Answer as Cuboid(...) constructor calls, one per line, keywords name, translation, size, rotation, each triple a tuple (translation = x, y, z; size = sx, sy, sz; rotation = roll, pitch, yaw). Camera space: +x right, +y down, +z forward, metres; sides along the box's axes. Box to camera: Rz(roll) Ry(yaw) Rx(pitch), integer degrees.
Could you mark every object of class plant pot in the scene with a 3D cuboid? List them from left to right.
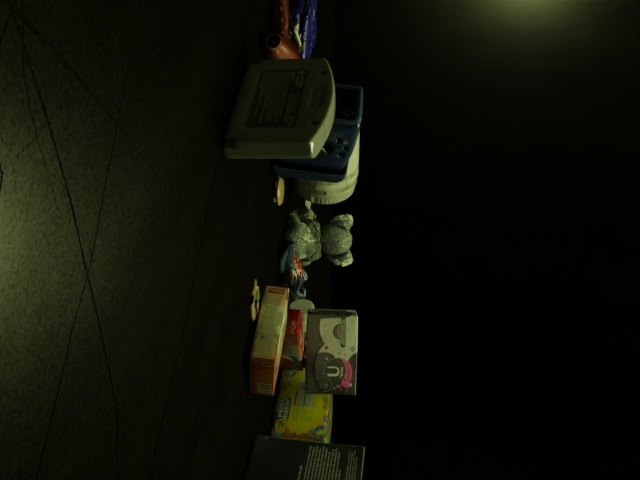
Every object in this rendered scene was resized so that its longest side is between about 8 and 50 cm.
Cuboid(name="plant pot", translation=(-0.014, -0.293, 1.849), size=(0.236, 0.236, 0.212), rotation=(-81, 178, -54))

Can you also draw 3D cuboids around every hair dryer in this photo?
Cuboid(name="hair dryer", translation=(-0.104, -0.518, 1.676), size=(0.293, 0.080, 0.223), rotation=(-89, 163, -53))

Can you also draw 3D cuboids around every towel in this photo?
Cuboid(name="towel", translation=(-0.052, -0.619, 2.025), size=(0.308, 0.076, 0.227), rotation=(-80, 171, -54))

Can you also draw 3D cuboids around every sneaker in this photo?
Cuboid(name="sneaker", translation=(-0.082, 0.094, 2.102), size=(0.083, 0.087, 0.221), rotation=(-81, 173, -54))

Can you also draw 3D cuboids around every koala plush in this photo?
Cuboid(name="koala plush", translation=(0.000, 0.000, 2.201), size=(0.203, 0.222, 0.196), rotation=(-37, 130, -83))

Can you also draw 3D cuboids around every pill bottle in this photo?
Cuboid(name="pill bottle", translation=(-0.063, 0.298, 2.312), size=(0.112, 0.112, 0.186), rotation=(-79, 170, -56))

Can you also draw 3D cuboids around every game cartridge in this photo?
Cuboid(name="game cartridge", translation=(-0.070, -0.266, 1.352), size=(0.062, 0.198, 0.297), rotation=(89, 7, -46))

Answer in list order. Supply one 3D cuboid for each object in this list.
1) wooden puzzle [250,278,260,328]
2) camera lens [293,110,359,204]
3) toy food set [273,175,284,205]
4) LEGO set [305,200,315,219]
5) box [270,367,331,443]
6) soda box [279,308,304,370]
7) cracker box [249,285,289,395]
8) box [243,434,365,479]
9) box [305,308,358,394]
Cuboid(name="wooden puzzle", translation=(-0.159, 0.158, 1.675), size=(0.078, 0.014, 0.116), rotation=(-81, 173, -45))
Cuboid(name="camera lens", translation=(0.016, -0.284, 2.194), size=(0.219, 0.220, 0.274), rotation=(-81, 172, -49))
Cuboid(name="toy food set", translation=(-0.118, -0.140, 1.910), size=(0.082, 0.020, 0.083), rotation=(22, 72, -85))
Cuboid(name="LEGO set", translation=(-0.035, -0.076, 2.721), size=(0.244, 0.060, 0.182), rotation=(67, 30, -80))
Cuboid(name="box", translation=(-0.055, 0.624, 2.254), size=(0.290, 0.177, 0.279), rotation=(-81, 172, -54))
Cuboid(name="soda box", translation=(-0.097, 0.301, 2.034), size=(0.263, 0.092, 0.083), rotation=(86, 8, -56))
Cuboid(name="cracker box", translation=(-0.129, 0.251, 1.715), size=(0.155, 0.067, 0.232), rotation=(96, 1, -45))
Cuboid(name="box", translation=(-0.041, 0.692, 1.773), size=(0.182, 0.294, 0.296), rotation=(-73, 165, -61))
Cuboid(name="box", translation=(0.035, 0.345, 2.112), size=(0.142, 0.164, 0.247), rotation=(-81, 172, -88))
